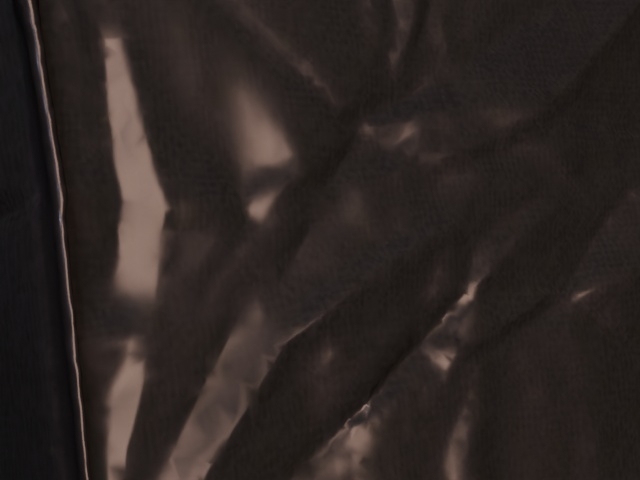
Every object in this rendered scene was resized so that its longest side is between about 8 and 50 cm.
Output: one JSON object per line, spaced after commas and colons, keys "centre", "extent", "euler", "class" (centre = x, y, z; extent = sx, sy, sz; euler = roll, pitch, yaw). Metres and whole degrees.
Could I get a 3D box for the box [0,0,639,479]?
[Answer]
{"centre": [-0.001, 0.000, 0.551], "extent": [0.345, 0.204, 0.251], "euler": [-3, 82, -36], "class": "box"}
